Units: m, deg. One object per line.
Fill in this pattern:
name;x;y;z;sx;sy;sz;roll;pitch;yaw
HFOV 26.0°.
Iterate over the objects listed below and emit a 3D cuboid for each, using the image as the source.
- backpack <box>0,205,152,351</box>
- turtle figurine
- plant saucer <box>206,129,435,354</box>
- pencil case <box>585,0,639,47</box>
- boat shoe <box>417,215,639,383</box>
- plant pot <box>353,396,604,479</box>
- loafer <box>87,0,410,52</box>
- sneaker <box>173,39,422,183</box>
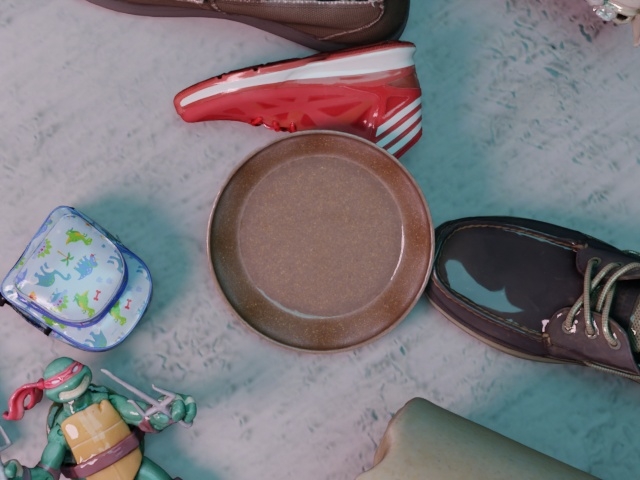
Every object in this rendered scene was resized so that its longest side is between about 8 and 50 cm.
backpack;-0.202;0.038;1.178;0.114;0.084;0.105;35;78;-4
turtle figurine;-0.175;0.175;1.140;0.175;0.118;0.234;-30;100;1
plant saucer;0.000;0.000;1.215;0.199;0.036;0.198;0;100;1
pencil case;0.143;-0.330;1.267;0.410;0.160;0.183;18;64;-6
boat shoe;0.263;0.055;1.225;0.355;0.130;0.132;17;77;-6
plant pot;0.145;0.291;1.088;0.305;0.334;0.333;32;76;10
loafer;-0.087;-0.268;1.232;0.366;0.130;0.133;11;77;-7
sneaker;-0.014;-0.099;1.235;0.221;0.087;0.128;-10;100;9
